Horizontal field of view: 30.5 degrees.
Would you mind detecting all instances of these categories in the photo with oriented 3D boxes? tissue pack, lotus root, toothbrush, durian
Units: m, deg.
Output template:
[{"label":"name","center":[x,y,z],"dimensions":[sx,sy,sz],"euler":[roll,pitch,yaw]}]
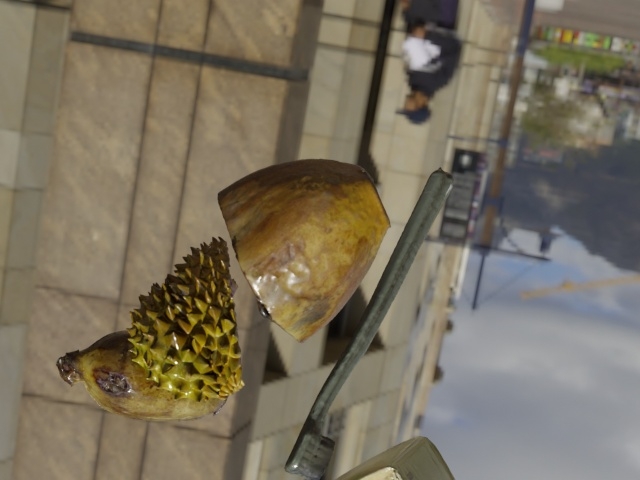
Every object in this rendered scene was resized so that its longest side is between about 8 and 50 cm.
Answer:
[{"label":"tissue pack","center":[0.068,0.326,1.386],"dimensions":[0.159,0.125,0.234],"euler":[-32,173,12]},{"label":"lotus root","center":[-0.254,0.199,1.710],"dimensions":[0.260,0.128,0.145],"euler":[13,148,-18]},{"label":"toothbrush","center":[0.046,0.063,0.983],"dimensions":[0.031,0.297,0.030],"euler":[31,161,-12]},{"label":"lotus root","center":[0.000,0.001,1.376],"dimensions":[0.199,0.180,0.188],"euler":[54,-172,-50]},{"label":"durian","center":[-0.185,0.108,1.642],"dimensions":[0.186,0.153,0.260],"euler":[-21,-144,-9]}]
